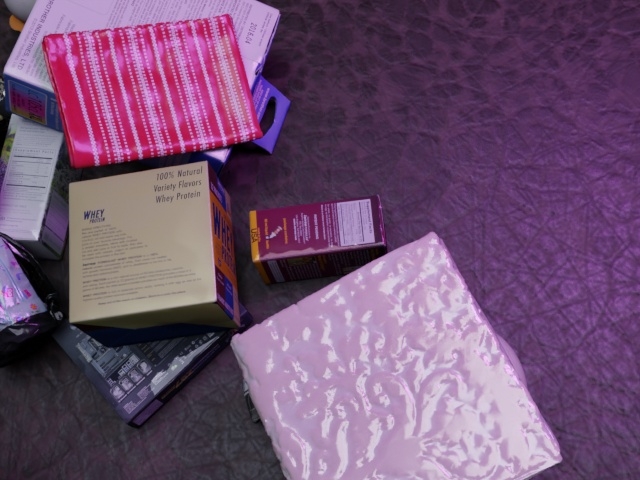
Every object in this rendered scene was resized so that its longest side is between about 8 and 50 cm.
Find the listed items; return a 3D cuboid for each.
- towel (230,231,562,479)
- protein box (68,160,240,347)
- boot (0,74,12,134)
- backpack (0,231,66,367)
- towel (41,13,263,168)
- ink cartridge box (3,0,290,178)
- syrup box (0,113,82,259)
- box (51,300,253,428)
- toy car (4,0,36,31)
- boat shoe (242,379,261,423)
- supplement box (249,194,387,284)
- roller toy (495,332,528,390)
[{"bbox_3d":[0.082,0.196,1.172,0.317,0.053,0.332,-29,66,8],"label":"towel"},{"bbox_3d":[-0.227,0.022,1.308,0.200,0.136,0.201,-9,69,6],"label":"protein box"},{"bbox_3d":[-0.540,-0.153,1.508,0.179,0.085,0.236,-34,71,-9],"label":"boot"},{"bbox_3d":[-0.465,0.078,1.351,0.152,0.115,0.182,-36,82,34],"label":"backpack"},{"bbox_3d":[-0.232,-0.212,1.324,0.275,0.031,0.199,-11,81,-18],"label":"towel"},{"bbox_3d":[-0.234,-0.256,1.426,0.395,0.151,0.270,21,72,-8],"label":"ink cartridge box"},{"bbox_3d":[-0.433,-0.096,1.466,0.096,0.093,0.237,3,70,9],"label":"syrup box"},{"bbox_3d":[-0.242,0.125,1.378,0.233,0.059,0.183,-44,70,-9],"label":"box"},{"bbox_3d":[-0.443,-0.440,1.569,0.210,0.219,0.238,5,100,8],"label":"toy car"},{"bbox_3d":[0.002,0.197,1.315,0.219,0.078,0.070,-19,68,9],"label":"boat shoe"},{"bbox_3d":[0.000,0.000,1.369,0.188,0.104,0.080,-7,69,4],"label":"supplement box"},{"bbox_3d":[0.175,0.204,1.247,0.191,0.146,0.209,36,78,18],"label":"roller toy"}]
